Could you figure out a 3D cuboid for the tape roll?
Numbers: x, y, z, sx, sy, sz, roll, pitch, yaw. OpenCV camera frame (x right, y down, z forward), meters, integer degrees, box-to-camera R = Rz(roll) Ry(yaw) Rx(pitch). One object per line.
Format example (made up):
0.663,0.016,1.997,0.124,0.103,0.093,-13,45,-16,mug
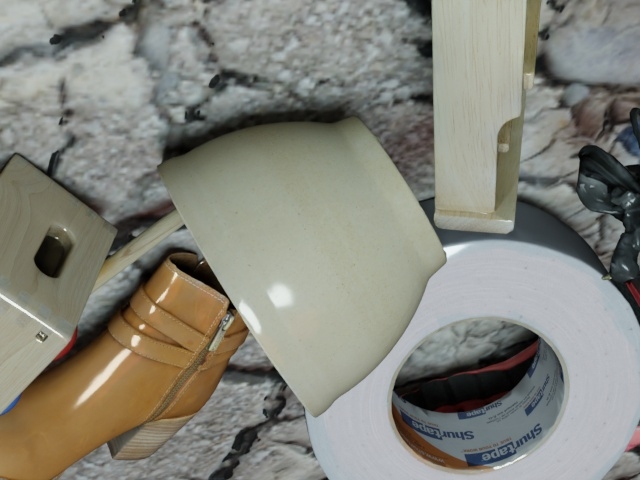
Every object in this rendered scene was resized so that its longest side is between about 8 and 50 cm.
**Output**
0.095,0.084,0.825,0.219,0.072,0.219,-2,114,-5,tape roll

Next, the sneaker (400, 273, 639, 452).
0.192,0.123,0.975,0.314,0.116,0.136,-23,155,8,sneaker

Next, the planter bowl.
0.000,0.000,0.695,0.109,0.162,0.162,-31,140,-1,planter bowl

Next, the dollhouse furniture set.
0.181,-0.090,0.635,0.242,0.212,0.161,5,139,10,dollhouse furniture set

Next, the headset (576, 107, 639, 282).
0.318,0.027,0.775,0.394,0.185,0.243,20,106,-25,headset

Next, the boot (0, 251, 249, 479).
-0.128,0.071,0.767,0.152,0.073,0.197,-52,155,23,boot

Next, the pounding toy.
-0.158,0.029,0.682,0.100,0.141,0.130,39,116,-16,pounding toy
